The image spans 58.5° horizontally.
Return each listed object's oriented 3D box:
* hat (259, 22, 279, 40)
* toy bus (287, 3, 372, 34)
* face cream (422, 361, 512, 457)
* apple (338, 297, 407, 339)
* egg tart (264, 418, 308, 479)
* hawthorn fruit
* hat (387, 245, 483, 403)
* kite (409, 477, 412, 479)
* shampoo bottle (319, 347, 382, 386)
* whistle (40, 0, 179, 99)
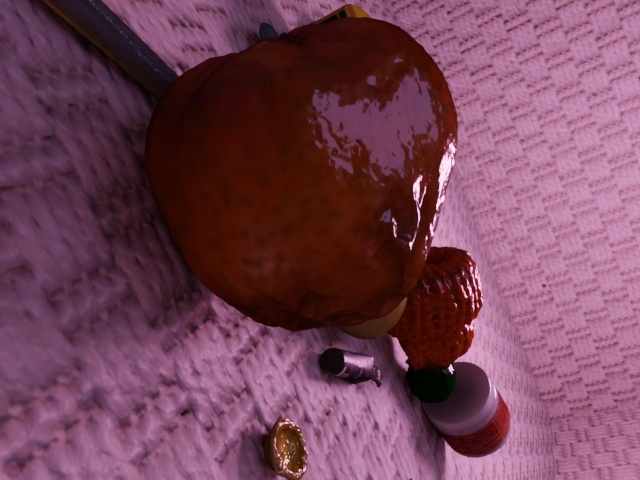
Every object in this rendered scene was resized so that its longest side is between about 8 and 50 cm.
[{"bbox_3d":[-0.104,-0.417,1.334,0.191,0.077,0.138,63,8,32],"label":"hat"},{"bbox_3d":[0.095,-0.350,1.483,0.209,0.249,0.440,-12,83,-66],"label":"toy bus"},{"bbox_3d":[0.408,0.471,1.590,0.187,0.200,0.201,54,29,-31],"label":"face cream"},{"bbox_3d":[0.091,0.113,1.212,0.200,0.199,0.200,46,34,-43],"label":"apple"},{"bbox_3d":[-0.058,0.331,0.901,0.105,0.039,0.105,46,34,-44],"label":"egg tart"},{"bbox_3d":[-0.012,-0.085,0.842,0.472,0.471,0.472,46,34,-43],"label":"hawthorn fruit"},{"bbox_3d":[0.287,0.231,1.435,0.285,0.285,0.401,-32,106,-66],"label":"hat"},{"bbox_3d":[0.183,0.632,1.221,0.310,0.015,0.170,10,63,-66],"label":"kite"},{"bbox_3d":[0.074,0.271,1.205,0.207,0.057,0.064,31,45,-54],"label":"shampoo bottle"},{"bbox_3d":[-0.294,-0.287,0.838,0.068,0.057,0.326,34,-5,41],"label":"whistle"}]
